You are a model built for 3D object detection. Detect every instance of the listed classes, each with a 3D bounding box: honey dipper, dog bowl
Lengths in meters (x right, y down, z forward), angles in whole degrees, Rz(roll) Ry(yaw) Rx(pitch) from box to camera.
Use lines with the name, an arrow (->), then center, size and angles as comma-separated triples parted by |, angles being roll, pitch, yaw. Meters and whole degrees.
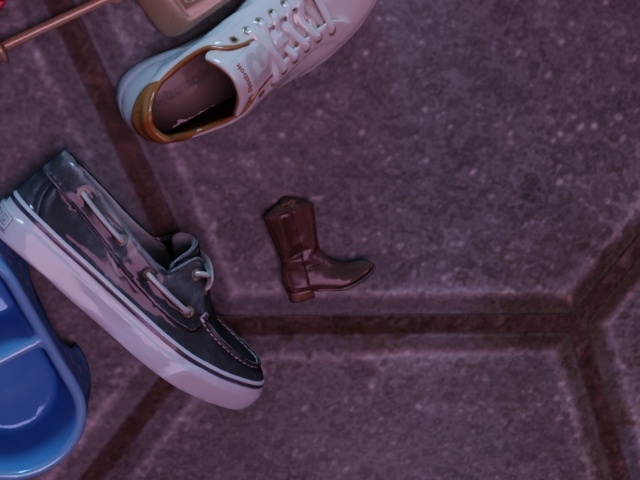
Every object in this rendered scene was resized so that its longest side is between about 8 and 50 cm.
honey dipper -> -0.253, -0.197, 1.092 | 0.160, 0.030, 0.030 | -29, 118, -11
dog bowl -> -0.332, 0.111, 1.163 | 0.165, 0.074, 0.297 | -27, 117, -8

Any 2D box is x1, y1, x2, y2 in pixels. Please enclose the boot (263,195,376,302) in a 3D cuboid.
boot -> 0.000, 0.000, 1.266 | 0.106, 0.037, 0.114 | -20, 112, -14

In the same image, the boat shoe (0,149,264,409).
boat shoe -> -0.159, 0.044, 1.172 | 0.119, 0.121, 0.335 | -46, 118, 4

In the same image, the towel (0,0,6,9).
towel -> -0.348, -0.321, 0.984 | 0.275, 0.031, 0.199 | 36, 95, -21

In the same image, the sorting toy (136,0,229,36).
sorting toy -> -0.132, -0.366, 1.064 | 0.229, 0.041, 0.307 | -34, 118, 0

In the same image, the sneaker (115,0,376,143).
sneaker -> -0.051, -0.175, 1.123 | 0.290, 0.123, 0.106 | -36, 117, -5
